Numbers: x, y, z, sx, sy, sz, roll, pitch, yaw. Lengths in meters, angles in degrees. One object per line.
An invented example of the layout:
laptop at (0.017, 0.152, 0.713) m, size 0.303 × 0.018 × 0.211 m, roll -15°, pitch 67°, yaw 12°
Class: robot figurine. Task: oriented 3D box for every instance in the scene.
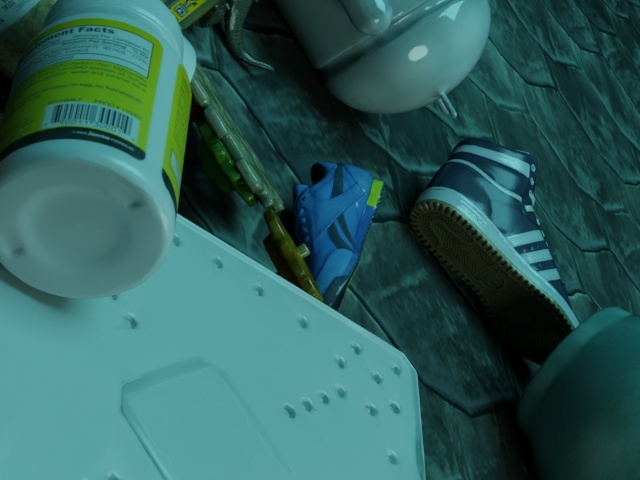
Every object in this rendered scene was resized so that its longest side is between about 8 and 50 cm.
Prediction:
robot figurine at (0.049, -0.284, 1.718) m, size 0.353 × 0.200 × 0.300 m, roll 58°, pitch 17°, yaw -5°

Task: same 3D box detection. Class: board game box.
board game box at (-0.086, 0.142, 1.035) m, size 0.390 × 0.050 × 0.390 m, roll 32°, pitch 33°, yaw -26°

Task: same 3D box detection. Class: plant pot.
plant pot at (0.334, 0.193, 1.695) m, size 0.196 × 0.293 × 0.293 m, roll 41°, pitch 14°, yaw 27°

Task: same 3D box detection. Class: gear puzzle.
gear puzzle at (-0.094, -0.089, 1.348) m, size 0.339 × 0.044 × 0.175 m, roll 58°, pitch 3°, yaw 3°

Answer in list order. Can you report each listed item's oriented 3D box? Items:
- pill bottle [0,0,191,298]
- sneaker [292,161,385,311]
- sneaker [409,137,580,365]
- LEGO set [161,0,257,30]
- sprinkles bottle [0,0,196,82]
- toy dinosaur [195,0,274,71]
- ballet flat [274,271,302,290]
pill bottle at (-0.145, -0.072, 1.035) m, size 0.119 × 0.119 × 0.208 m, roll 46°, pitch 27°, yaw -30°
sneaker at (0.000, 0.000, 1.479) m, size 0.082 × 0.069 × 0.209 m, roll 23°, pitch 40°, yaw -3°
sneaker at (0.225, 0.008, 1.819) m, size 0.282 × 0.099 × 0.153 m, roll 48°, pitch 46°, yaw -21°
LEGO set at (-0.115, -0.336, 1.295) m, size 0.331 × 0.192 × 0.255 m, roll 52°, pitch 6°, yaw 5°
sprinkles bottle at (-0.243, -0.212, 1.136) m, size 0.355 × 0.121 × 0.121 m, roll 46°, pitch 27°, yaw -30°
toy dinosaur at (-0.109, -0.306, 1.527) m, size 0.313 × 0.121 × 0.160 m, roll 46°, pitch 40°, yaw -21°
ballet flat at (0.004, 0.130, 1.321) m, size 0.084 × 0.058 × 0.250 m, roll 32°, pitch 36°, yaw -50°
